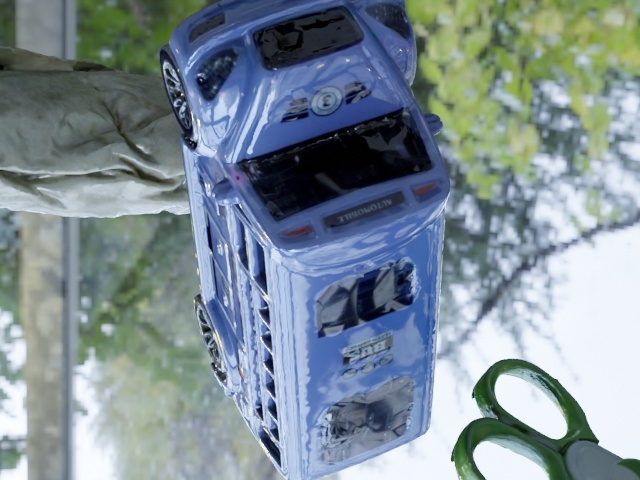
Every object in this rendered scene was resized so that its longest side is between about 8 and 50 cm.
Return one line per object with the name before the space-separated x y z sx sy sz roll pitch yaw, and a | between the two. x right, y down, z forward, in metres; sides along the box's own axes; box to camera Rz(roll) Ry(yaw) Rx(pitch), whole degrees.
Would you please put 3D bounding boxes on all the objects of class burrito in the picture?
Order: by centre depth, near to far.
burrito | -0.198 -0.075 0.971 0.392 0.117 0.076 2 160 -34

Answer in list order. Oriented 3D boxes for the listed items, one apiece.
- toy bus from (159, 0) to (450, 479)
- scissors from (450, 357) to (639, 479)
toy bus | 0.000 0.000 0.798 0.125 0.292 0.133 -20 -130 -16
scissors | 0.170 0.144 0.812 0.204 0.027 0.101 30 -134 -2
